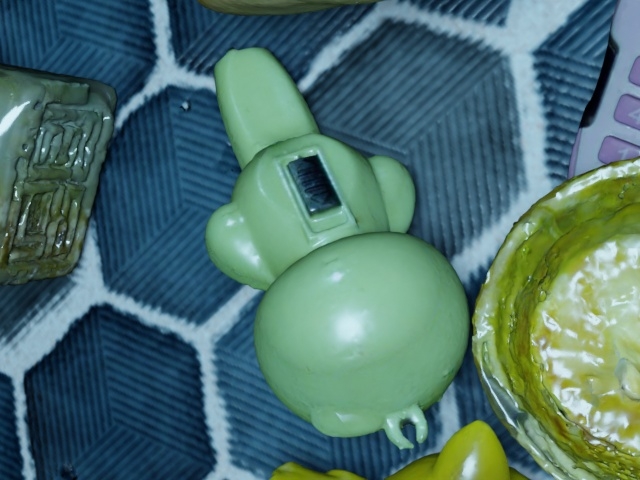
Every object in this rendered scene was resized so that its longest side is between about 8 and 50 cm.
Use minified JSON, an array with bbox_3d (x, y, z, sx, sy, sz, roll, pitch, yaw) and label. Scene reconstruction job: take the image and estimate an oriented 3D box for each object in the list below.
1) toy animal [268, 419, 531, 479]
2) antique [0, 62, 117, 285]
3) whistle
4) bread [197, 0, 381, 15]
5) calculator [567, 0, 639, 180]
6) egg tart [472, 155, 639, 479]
[{"bbox_3d":[0.033,0.200,0.763,0.230,0.156,0.156,-17,85,28],"label":"toy animal"},{"bbox_3d":[-0.303,-0.085,0.917,0.284,0.125,0.150,22,100,23],"label":"antique"},{"bbox_3d":[0.001,0.008,0.790,0.141,0.141,0.294,-45,46,20],"label":"whistle"},{"bbox_3d":[0.033,-0.319,0.680,0.348,0.253,0.376,-11,89,22],"label":"bread"},{"bbox_3d":[0.256,-0.098,0.699,0.194,0.043,0.294,25,106,22],"label":"calculator"},{"bbox_3d":[0.181,0.056,0.677,0.212,0.090,0.213,1,92,25],"label":"egg tart"}]
